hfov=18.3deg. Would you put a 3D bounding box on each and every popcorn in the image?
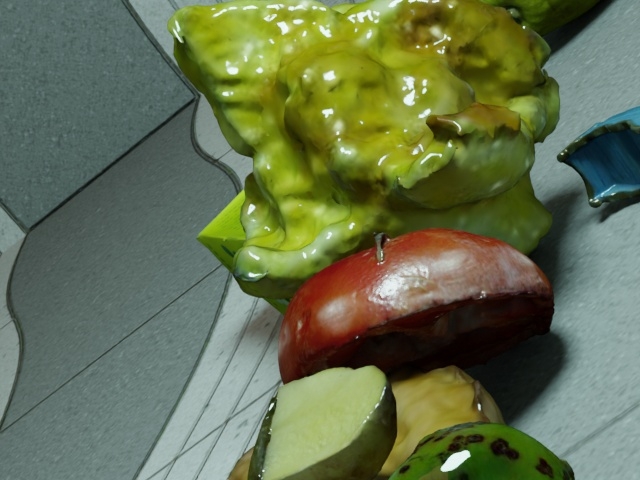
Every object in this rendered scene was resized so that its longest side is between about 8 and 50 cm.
[{"bbox_3d":[0.037,-0.059,1.679,0.321,0.290,0.326,17,62,26],"label":"popcorn"}]

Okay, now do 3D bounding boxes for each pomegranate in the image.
[{"bbox_3d":[0.094,0.187,1.184,0.169,0.143,0.122,-36,16,-31],"label":"pomegranate"}]

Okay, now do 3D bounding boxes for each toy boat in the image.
[{"bbox_3d":[0.267,-0.065,1.595,0.077,0.075,0.185,-46,20,-28],"label":"toy boat"}]

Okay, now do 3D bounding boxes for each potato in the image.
[{"bbox_3d":[0.015,0.136,1.313,0.103,0.066,0.096,-20,38,34],"label":"potato"}]

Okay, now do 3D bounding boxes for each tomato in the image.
[{"bbox_3d":[0.067,0.048,1.531,0.228,0.101,0.228,-14,-21,-5],"label":"tomato"}]

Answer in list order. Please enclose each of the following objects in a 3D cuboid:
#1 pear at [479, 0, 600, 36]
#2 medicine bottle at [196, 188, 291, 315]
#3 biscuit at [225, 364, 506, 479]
[{"bbox_3d":[0.236,-0.335,2.182,0.212,0.212,0.269,-26,31,44],"label":"pear"},{"bbox_3d":[0.000,0.000,1.948,0.141,0.137,0.250,-45,15,-12],"label":"medicine bottle"},{"bbox_3d":[0.004,0.222,1.389,0.325,0.107,0.326,-36,19,15],"label":"biscuit"}]
